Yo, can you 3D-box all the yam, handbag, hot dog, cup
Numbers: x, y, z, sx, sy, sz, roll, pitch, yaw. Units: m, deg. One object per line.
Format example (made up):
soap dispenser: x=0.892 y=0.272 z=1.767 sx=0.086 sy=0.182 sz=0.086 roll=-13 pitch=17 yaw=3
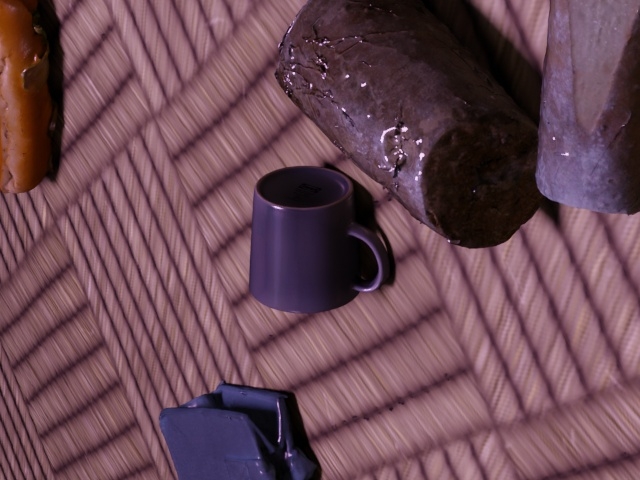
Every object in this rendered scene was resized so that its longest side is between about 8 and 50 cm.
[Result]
yam: x=0.049 y=-0.080 z=1.105 sx=0.183 sy=0.107 sz=0.107 roll=46 pitch=146 yaw=35
yam: x=0.142 y=-0.091 z=0.948 sx=0.068 sy=0.068 sz=0.169 roll=43 pitch=145 yaw=44
handbag: x=-0.046 y=0.234 z=1.557 sx=0.179 sy=0.062 sz=0.229 roll=1 pitch=109 yaw=63
hot dog: x=-0.283 y=-0.145 z=1.742 sx=0.109 sy=0.072 sz=0.269 roll=53 pitch=151 yaw=28
cup: x=0.000 y=0.000 z=1.299 sx=0.100 sy=0.078 sz=0.077 roll=12 pitch=120 yaw=21
